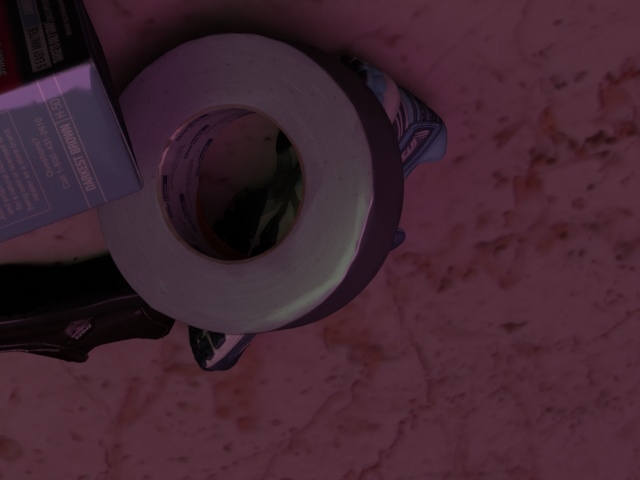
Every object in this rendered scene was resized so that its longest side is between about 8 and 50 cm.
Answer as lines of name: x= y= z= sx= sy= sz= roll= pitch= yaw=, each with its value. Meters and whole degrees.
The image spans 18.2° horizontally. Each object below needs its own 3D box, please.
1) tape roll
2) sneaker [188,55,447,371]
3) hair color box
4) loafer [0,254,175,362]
tape roll: x=-0.053 y=-0.041 z=1.459 sx=0.219 sy=0.072 sz=0.219 roll=0 pitch=91 yaw=21
sneaker: x=0.000 y=0.000 z=1.558 sx=0.122 sy=0.110 sz=0.283 roll=23 pitch=113 yaw=-30
hair color box: x=-0.327 y=-0.058 z=1.385 sx=0.374 sy=0.185 sz=0.113 roll=-21 pitch=124 yaw=-2
loafer: x=-0.209 y=0.066 z=1.557 sx=0.220 sy=0.080 sz=0.078 roll=-7 pitch=122 yaw=-11
